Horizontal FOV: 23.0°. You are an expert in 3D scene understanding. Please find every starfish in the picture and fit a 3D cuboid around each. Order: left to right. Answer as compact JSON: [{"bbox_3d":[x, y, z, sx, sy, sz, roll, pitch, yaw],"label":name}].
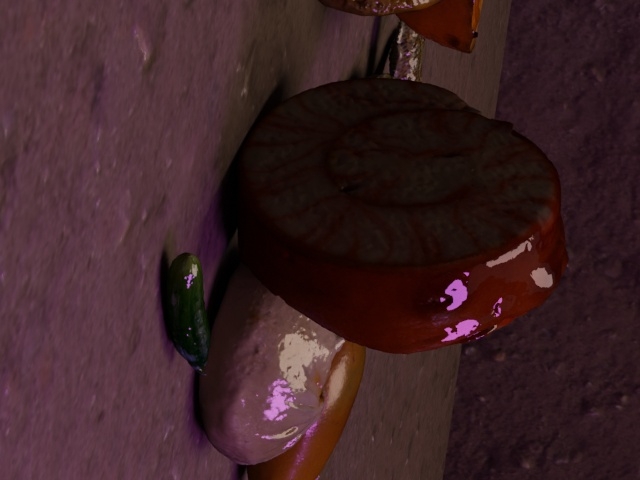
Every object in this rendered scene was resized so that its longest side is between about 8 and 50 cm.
[{"bbox_3d":[0.092,-0.171,2.076,0.358,0.078,0.347,86,17,-54],"label":"starfish"}]

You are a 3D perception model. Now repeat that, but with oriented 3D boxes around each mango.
[{"bbox_3d":[-0.023,0.185,1.778,0.138,0.113,0.253,36,73,-82],"label":"mango"}]

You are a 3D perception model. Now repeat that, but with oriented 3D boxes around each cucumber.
[{"bbox_3d":[-0.118,0.068,1.379,0.155,0.037,0.037,88,18,-46],"label":"cucumber"}]

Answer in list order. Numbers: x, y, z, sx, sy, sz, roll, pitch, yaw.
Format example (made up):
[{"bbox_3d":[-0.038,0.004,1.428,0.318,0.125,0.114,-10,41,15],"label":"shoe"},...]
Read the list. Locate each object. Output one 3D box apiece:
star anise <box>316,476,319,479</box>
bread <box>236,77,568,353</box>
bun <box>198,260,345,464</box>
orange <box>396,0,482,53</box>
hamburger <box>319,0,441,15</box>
[{"bbox_3d":[-0.030,0.313,2.007,0.212,0.053,0.157,69,37,-66],"label":"star anise"},{"bbox_3d":[0.070,-0.028,1.506,0.295,0.327,0.114,-22,133,-26],"label":"bread"},{"bbox_3d":[-0.040,0.122,1.581,0.222,0.127,0.222,9,90,-78],"label":"bun"},{"bbox_3d":[0.155,-0.369,1.736,0.274,0.274,0.310,6,62,-78],"label":"orange"},{"bbox_3d":[0.050,-0.295,1.512,0.185,0.177,0.113,-27,127,-40],"label":"hamburger"}]
